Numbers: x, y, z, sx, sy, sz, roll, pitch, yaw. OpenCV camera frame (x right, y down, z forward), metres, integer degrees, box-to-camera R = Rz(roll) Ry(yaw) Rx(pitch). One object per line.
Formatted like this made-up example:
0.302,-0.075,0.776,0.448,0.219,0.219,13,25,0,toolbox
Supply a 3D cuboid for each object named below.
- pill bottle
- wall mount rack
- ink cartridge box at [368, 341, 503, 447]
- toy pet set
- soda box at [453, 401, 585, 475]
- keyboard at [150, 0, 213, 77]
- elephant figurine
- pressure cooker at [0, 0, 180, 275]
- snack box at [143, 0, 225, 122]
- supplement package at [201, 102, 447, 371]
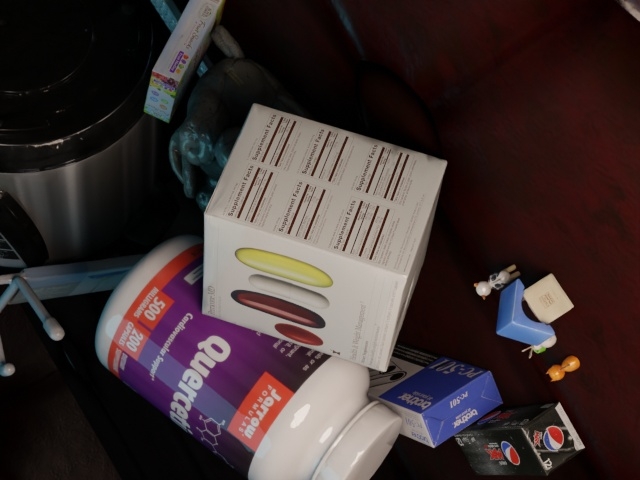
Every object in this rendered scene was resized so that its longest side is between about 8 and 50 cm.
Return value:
-0.076,0.147,1.634,0.323,0.181,0.181,35,151,17,pill bottle
-0.289,0.086,1.947,0.304,0.350,0.130,-36,65,61,wall mount rack
0.103,0.168,1.687,0.207,0.097,0.046,14,129,62,ink cartridge box
0.191,0.084,1.429,0.122,0.065,0.114,57,158,7,toy pet set
0.204,0.209,1.575,0.060,0.053,0.169,60,159,-3,soda box
-0.180,-0.265,1.799,0.256,0.014,0.072,58,164,-26,keyboard
-0.105,-0.081,1.728,0.169,0.186,0.239,29,148,5,elephant figurine
-0.383,-0.149,2.004,0.420,0.376,0.369,103,151,-60,pressure cooker
-0.152,-0.216,1.706,0.037,0.141,0.100,25,155,0,snack box
0.000,0.000,1.514,0.203,0.149,0.194,17,147,7,supplement package
